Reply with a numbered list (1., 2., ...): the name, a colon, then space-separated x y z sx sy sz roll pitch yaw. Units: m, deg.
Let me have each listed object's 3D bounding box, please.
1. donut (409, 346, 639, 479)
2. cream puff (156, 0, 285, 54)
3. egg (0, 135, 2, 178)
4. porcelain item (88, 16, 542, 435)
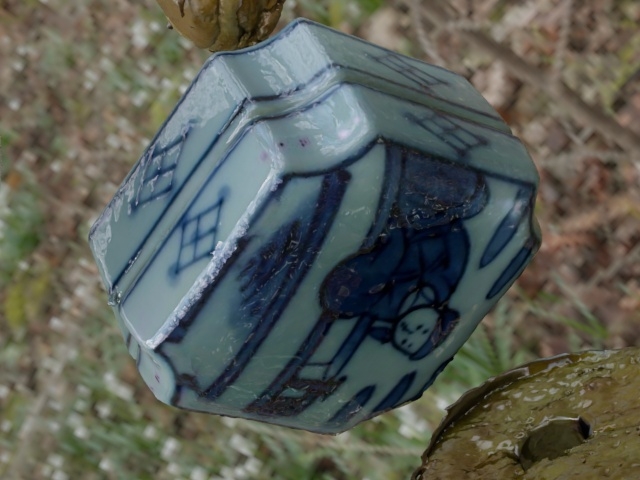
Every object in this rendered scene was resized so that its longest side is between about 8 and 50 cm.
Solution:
1. donut: 0.197 0.186 1.545 0.272 0.107 0.272 -18 22 8
2. cream puff: -0.073 -0.195 1.469 0.104 0.133 0.119 -34 50 -14
3. egg: -0.367 -0.064 1.329 0.354 0.354 0.340 -23 11 27
4. porcelain item: 0.000 0.000 1.449 0.281 0.286 0.157 -51 46 23
